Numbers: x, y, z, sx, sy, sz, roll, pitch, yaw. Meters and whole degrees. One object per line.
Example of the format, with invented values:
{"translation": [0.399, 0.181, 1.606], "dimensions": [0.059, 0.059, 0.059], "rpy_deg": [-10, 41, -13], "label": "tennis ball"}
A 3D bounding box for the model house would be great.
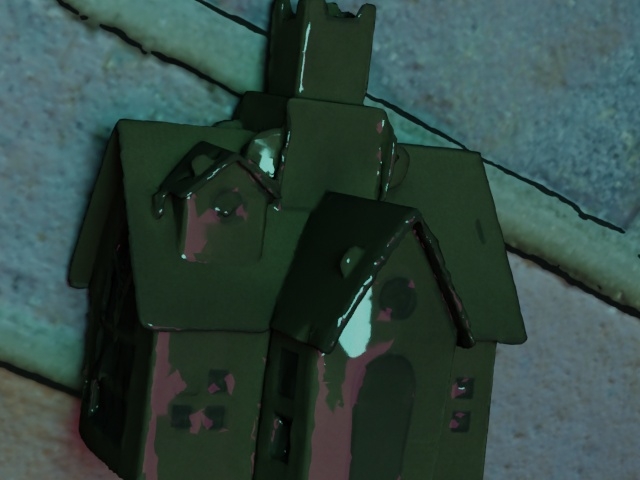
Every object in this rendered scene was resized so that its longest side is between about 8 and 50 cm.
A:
{"translation": [0.000, 0.000, 0.806], "dimensions": [0.211, 0.204, 0.243], "rpy_deg": [4, 95, -26], "label": "model house"}
